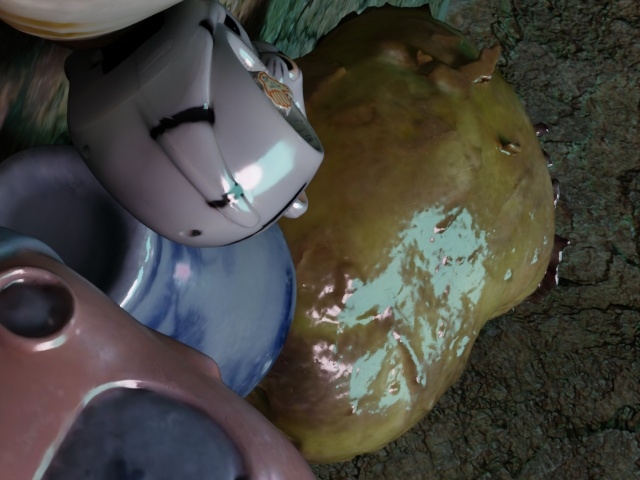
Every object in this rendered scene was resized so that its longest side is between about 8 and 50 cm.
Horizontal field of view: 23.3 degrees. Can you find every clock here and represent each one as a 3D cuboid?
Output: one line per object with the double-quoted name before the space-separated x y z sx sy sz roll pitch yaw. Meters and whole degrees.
"clock" -0.042 -0.046 0.661 0.080 0.117 0.176 -40 -155 10

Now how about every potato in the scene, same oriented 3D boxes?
"potato" 0.000 0.000 1.065 0.301 0.289 0.237 -31 175 30

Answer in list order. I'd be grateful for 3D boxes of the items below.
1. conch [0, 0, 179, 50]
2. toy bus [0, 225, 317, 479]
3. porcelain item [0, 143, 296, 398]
"conch" -0.051 -0.133 0.544 0.255 0.127 0.158 91 20 -79
"toy bus" -0.100 0.136 0.583 0.294 0.231 0.197 102 11 -62
"porcelain item" -0.091 0.020 0.784 0.259 0.141 0.141 44 68 -74
